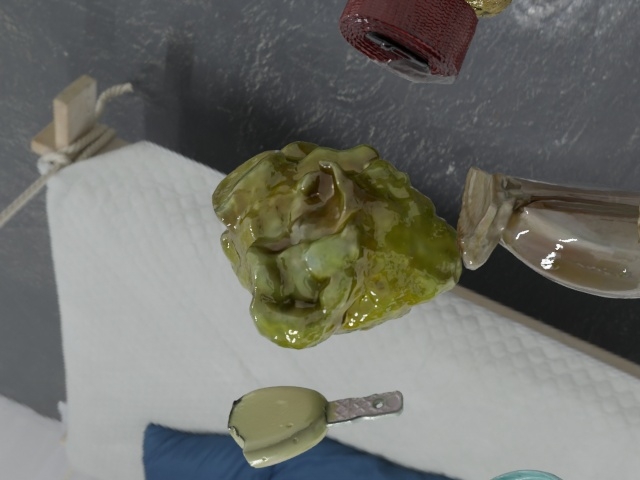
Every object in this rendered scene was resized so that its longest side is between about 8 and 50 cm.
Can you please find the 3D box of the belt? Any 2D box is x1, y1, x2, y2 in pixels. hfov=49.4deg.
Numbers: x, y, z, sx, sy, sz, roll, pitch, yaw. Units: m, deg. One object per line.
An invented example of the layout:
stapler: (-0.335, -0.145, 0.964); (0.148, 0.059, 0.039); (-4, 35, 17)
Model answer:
belt: (0.135, -0.327, 1.033); (0.201, 0.124, 0.128); (25, 169, -17)

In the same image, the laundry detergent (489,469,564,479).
laundry detergent: (0.328, 0.495, 0.884); (0.305, 0.287, 0.287); (38, 136, -17)

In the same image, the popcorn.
popcorn: (0.008, 0.009, 1.008); (0.293, 0.292, 0.334); (50, 175, -29)

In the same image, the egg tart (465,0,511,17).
egg tart: (0.270, -0.434, 1.149); (0.129, 0.129, 0.049); (39, 177, -10)

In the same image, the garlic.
garlic: (0.312, -0.012, 0.853); (0.325, 0.279, 0.132); (12, 108, -9)

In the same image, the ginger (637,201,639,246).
ginger: (0.280, 0.065, 0.518); (0.074, 0.137, 0.213); (-7, 107, 18)

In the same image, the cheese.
cheese: (-0.009, 0.246, 0.962); (0.255, 0.127, 0.050); (-13, 122, 18)
